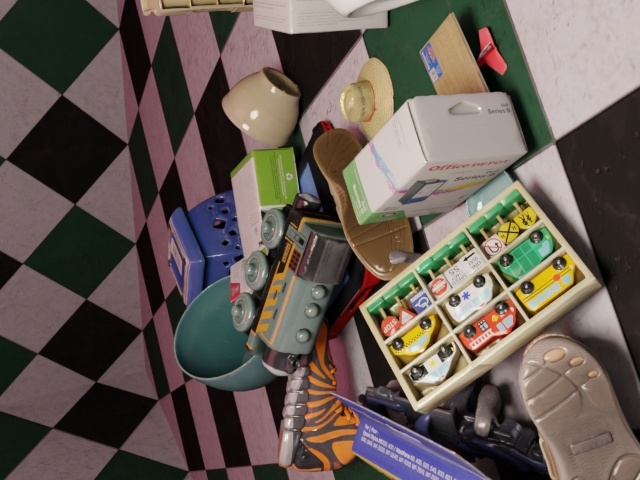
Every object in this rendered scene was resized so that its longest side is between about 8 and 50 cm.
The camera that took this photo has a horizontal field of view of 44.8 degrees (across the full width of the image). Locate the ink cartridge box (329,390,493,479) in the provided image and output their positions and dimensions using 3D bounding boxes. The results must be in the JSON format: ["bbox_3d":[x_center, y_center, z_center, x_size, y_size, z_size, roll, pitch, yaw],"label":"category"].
[{"bbox_3d":[0.176,0.338,1.057,0.072,0.307,0.303,-60,25,-12],"label":"ink cartridge box"}]

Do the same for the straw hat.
[{"bbox_3d":[0.066,-0.237,1.323,0.144,0.061,0.145,39,134,55],"label":"straw hat"}]

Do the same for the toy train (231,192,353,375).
[{"bbox_3d":[-0.053,0.084,1.431,0.190,0.142,0.334,40,114,53],"label":"toy train"}]

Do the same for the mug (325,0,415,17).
[{"bbox_3d":[0.015,-0.452,0.979,0.276,0.374,0.328,-55,-51,-78],"label":"mug"}]

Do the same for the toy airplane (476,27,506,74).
[{"bbox_3d":[0.201,-0.230,1.057,0.151,0.028,0.151,42,141,47],"label":"toy airplane"}]

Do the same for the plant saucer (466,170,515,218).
[{"bbox_3d":[0.241,-0.047,1.055,0.119,0.021,0.119,170,90,-67],"label":"plant saucer"}]

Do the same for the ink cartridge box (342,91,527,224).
[{"bbox_3d":[0.145,-0.105,1.028,0.212,0.154,0.093,134,124,-60],"label":"ink cartridge box"}]

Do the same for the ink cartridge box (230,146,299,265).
[{"bbox_3d":[-0.111,-0.050,1.668,0.189,0.097,0.255,153,109,-68],"label":"ink cartridge box"}]

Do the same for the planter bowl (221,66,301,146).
[{"bbox_3d":[-0.108,-0.288,1.605,0.109,0.162,0.162,-51,49,28],"label":"planter bowl"}]

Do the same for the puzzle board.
[{"bbox_3d":[0.182,-0.227,1.051,0.128,0.011,0.096,70,156,12],"label":"puzzle board"}]

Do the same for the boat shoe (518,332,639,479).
[{"bbox_3d":[0.324,0.255,0.915,0.116,0.123,0.325,-42,-66,-78],"label":"boat shoe"}]

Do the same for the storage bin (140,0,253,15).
[{"bbox_3d":[-0.252,-0.607,1.633,0.123,0.262,0.261,0,100,64],"label":"storage bin"}]

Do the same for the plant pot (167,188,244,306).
[{"bbox_3d":[-0.278,0.035,2.035,0.236,0.212,0.236,103,147,-45],"label":"plant pot"}]

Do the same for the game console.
[{"bbox_3d":[0.000,0.000,1.580,0.342,0.060,0.386,69,154,22],"label":"game console"}]

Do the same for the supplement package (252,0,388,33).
[{"bbox_3d":[-0.005,-0.488,1.229,0.177,0.175,0.293,-142,46,-59],"label":"supplement package"}]

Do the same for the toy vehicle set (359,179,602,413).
[{"bbox_3d":[0.189,0.071,0.966,0.267,0.035,0.166,-40,53,15],"label":"toy vehicle set"}]

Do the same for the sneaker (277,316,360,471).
[{"bbox_3d":[0.023,0.306,1.551,0.124,0.180,0.321,-115,34,-80],"label":"sneaker"}]

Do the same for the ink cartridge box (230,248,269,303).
[{"bbox_3d":[-0.135,0.079,1.793,0.150,0.063,0.109,-32,42,27],"label":"ink cartridge box"}]

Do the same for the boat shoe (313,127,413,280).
[{"bbox_3d":[0.079,-0.056,1.338,0.302,0.109,0.098,63,-177,28],"label":"boat shoe"}]

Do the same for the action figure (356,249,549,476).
[{"bbox_3d":[0.227,0.197,1.103,0.341,0.178,0.330,18,127,31],"label":"action figure"}]

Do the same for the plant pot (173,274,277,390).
[{"bbox_3d":[-0.183,0.252,1.893,0.195,0.290,0.290,53,179,-43],"label":"plant pot"}]
